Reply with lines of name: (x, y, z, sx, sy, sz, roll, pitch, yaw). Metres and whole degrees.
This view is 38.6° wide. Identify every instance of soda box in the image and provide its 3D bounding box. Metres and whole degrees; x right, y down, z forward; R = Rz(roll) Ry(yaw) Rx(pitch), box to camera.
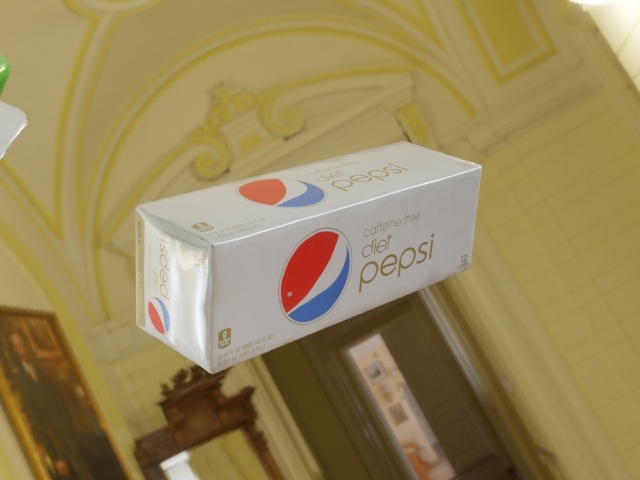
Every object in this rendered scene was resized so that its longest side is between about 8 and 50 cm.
soda box: (0.000, 0.000, 0.528, 0.216, 0.069, 0.074, -18, -59, -42)

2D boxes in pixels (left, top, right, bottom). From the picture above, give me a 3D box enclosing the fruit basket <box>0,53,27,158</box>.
fruit basket: (-0.313, -0.061, 0.318, 0.327, 0.353, 0.166, -99, 28, -68)
